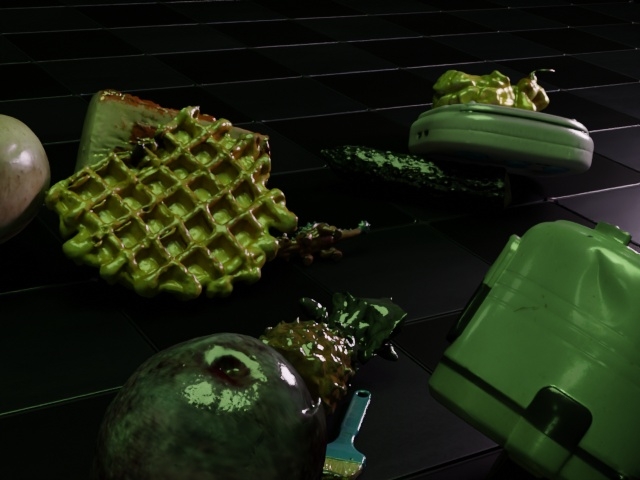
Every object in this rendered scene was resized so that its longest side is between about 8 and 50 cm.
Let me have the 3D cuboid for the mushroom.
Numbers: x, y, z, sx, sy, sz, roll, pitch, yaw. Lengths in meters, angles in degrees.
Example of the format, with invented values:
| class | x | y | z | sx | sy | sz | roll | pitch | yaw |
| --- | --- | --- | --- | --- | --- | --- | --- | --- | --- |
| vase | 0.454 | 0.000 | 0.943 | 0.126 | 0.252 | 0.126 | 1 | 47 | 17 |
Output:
| class | x | y | z | sx | sy | sz | roll | pitch | yaw |
| --- | --- | --- | --- | --- | --- | --- | --- | --- | --- |
| mushroom | -0.437 | -0.076 | 1.296 | 0.253 | 0.195 | 0.189 | -23 | -3 | 18 |

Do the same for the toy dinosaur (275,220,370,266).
| class | x | y | z | sx | sy | sz | roll | pitch | yaw |
| --- | --- | --- | --- | --- | --- | --- | --- | --- | --- |
| toy dinosaur | 0.000 | 0.000 | 1.424 | 0.154 | 0.049 | 0.055 | -13 | 25 | -25 |

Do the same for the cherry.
| class | x | y | z | sx | sy | sz | roll | pitch | yaw |
| --- | --- | --- | --- | --- | --- | --- | --- | --- | --- |
| cherry | -0.088 | 0.164 | 0.855 | 0.195 | 0.195 | 0.195 | 4 | 23 | -2 |

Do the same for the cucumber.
| class | x | y | z | sx | sy | sz | roll | pitch | yaw |
| --- | --- | --- | --- | --- | --- | --- | --- | --- | --- |
| cucumber | 0.144 | -0.098 | 1.648 | 0.300 | 0.072 | 0.072 | 10 | 24 | 10 |

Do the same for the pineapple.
| class | x | y | z | sx | sy | sz | roll | pitch | yaw |
| --- | --- | --- | --- | --- | --- | --- | --- | --- | --- |
| pineapple | 0.007 | 0.113 | 1.103 | 0.119 | 0.111 | 0.237 | 37 | 25 | 9 |

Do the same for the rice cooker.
| class | x | y | z | sx | sy | sz | roll | pitch | yaw |
| --- | --- | --- | --- | --- | --- | --- | --- | --- | --- |
| rice cooker | 0.219 | 0.117 | 0.944 | 0.226 | 0.244 | 0.226 | 30 | -1 | 1 |

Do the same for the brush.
| class | x | y | z | sx | sy | sz | roll | pitch | yaw |
| --- | --- | --- | --- | --- | --- | --- | --- | --- | --- |
| brush | 0.026 | 0.186 | 1.042 | 0.051 | 0.014 | 0.164 | 10 | 23 | 9 |

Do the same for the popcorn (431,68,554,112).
| class | x | y | z | sx | sy | sz | roll | pitch | yaw |
| --- | --- | --- | --- | --- | --- | --- | --- | --- | --- |
| popcorn | 0.287 | -0.229 | 1.864 | 0.195 | 0.174 | 0.168 | 10 | -19 | 24 |

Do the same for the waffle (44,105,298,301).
| class | x | y | z | sx | sy | sz | roll | pitch | yaw |
| --- | --- | --- | --- | --- | --- | --- | --- | --- | --- |
| waffle | -0.179 | -0.048 | 1.328 | 0.309 | 0.065 | 0.283 | 10 | 57 | -19 |

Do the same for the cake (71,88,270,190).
| class | x | y | z | sx | sy | sz | roll | pitch | yaw |
| --- | --- | --- | --- | --- | --- | --- | --- | --- | --- |
| cake | -0.203 | -0.103 | 1.423 | 0.261 | 0.158 | 0.159 | 7 | -3 | 6 |

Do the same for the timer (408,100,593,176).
| class | x | y | z | sx | sy | sz | roll | pitch | yaw |
| --- | --- | --- | --- | --- | --- | --- | --- | --- | --- |
| timer | 0.276 | -0.155 | 1.681 | 0.261 | 0.087 | 0.237 | 8 | 0 | -13 |
